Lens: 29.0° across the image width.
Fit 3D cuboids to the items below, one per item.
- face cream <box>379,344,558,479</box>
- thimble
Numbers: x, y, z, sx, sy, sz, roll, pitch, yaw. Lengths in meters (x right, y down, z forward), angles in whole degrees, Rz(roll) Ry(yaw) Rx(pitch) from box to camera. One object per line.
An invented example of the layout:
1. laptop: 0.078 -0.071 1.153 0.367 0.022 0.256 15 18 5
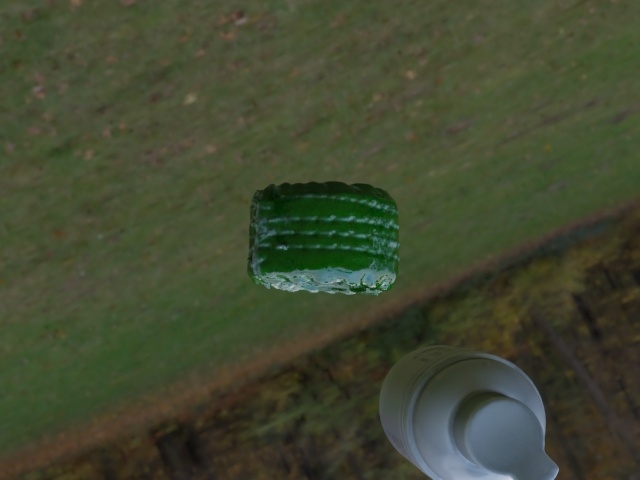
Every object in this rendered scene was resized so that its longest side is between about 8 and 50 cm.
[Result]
1. face cream: 0.153 0.181 1.253 0.145 0.145 0.370 -24 178 -7
2. thimble: 0.000 0.000 1.053 0.130 0.090 0.118 6 172 -21
